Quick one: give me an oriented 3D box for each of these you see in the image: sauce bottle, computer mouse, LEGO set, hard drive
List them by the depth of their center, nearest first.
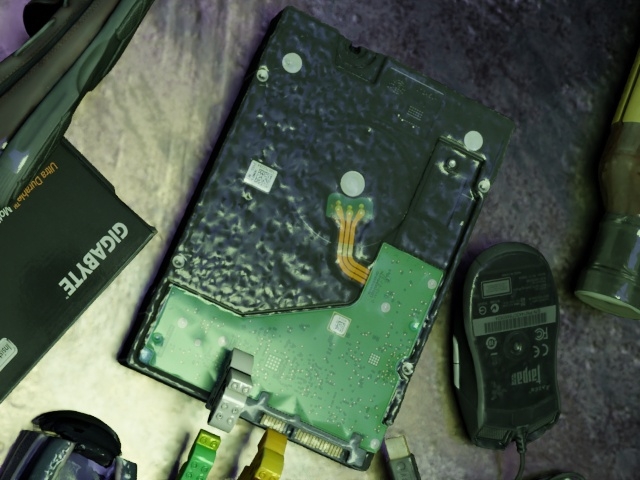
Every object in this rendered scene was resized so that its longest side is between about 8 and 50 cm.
[{"bbox_3d":[-0.080,0.214,1.253,0.087,0.093,0.227,24,100,-12],"label":"LEGO set"},{"bbox_3d":[0.000,0.000,1.347,0.237,0.064,0.339,25,79,-12],"label":"hard drive"},{"bbox_3d":[0.131,0.137,1.377,0.184,0.060,0.262,-14,101,-20],"label":"computer mouse"},{"bbox_3d":[0.319,-0.097,1.420,0.111,0.111,0.344,24,82,-12],"label":"sauce bottle"}]

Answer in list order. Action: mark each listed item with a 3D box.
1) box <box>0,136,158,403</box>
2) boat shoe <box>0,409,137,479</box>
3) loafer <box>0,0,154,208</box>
[{"bbox_3d":[-0.313,-0.016,1.190,0.293,0.073,0.295,45,45,-6],"label":"box"},{"bbox_3d":[-0.237,0.296,1.209,0.127,0.158,0.341,18,81,-13],"label":"boat shoe"},{"bbox_3d":[-0.212,-0.160,1.241,0.095,0.109,0.302,31,52,-5],"label":"loafer"}]
